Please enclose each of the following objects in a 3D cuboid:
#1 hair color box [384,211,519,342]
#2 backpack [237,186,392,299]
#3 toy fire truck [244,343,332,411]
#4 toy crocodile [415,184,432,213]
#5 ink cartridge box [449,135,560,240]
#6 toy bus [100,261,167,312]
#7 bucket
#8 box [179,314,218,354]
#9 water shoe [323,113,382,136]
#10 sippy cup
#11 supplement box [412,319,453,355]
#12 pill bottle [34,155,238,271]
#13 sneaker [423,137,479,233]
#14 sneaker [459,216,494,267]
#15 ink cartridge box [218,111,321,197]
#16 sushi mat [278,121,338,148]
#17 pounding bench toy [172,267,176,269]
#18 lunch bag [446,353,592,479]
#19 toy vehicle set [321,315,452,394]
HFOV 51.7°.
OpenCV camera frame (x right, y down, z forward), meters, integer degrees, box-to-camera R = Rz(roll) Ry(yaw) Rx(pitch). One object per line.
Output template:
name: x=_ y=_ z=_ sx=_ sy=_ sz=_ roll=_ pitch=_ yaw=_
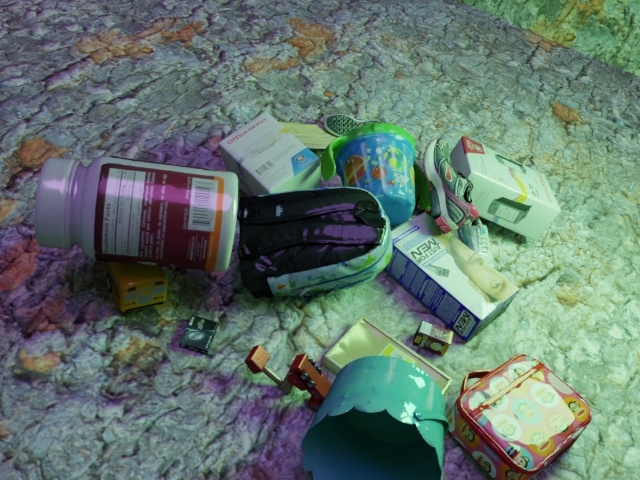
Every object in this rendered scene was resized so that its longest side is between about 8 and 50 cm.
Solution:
hair color box: x=0.329 y=0.089 z=1.751 sx=0.185 sy=0.110 sz=0.339 roll=-29 pitch=62 yaw=-37
backpack: x=0.000 y=0.000 z=1.636 sx=0.355 sy=0.273 sz=0.290 roll=-19 pitch=52 yaw=13
toy fire truck: x=-0.059 y=0.300 z=1.433 sx=0.192 sy=0.135 sz=0.047 roll=53 pitch=41 yaw=-20
toy crocodile: x=0.276 y=-0.157 z=1.984 sx=0.340 sy=0.105 sz=0.115 roll=41 pitch=10 yaw=22
ink cartridge box: x=0.532 y=-0.158 z=1.975 sx=0.306 sy=0.131 sz=0.226 roll=21 pitch=34 yaw=-11
toy bus: x=-0.467 y=0.017 z=1.566 sx=0.108 sy=0.130 sz=0.333 roll=-13 pitch=52 yaw=-27
bucket: x=0.116 y=0.375 z=1.291 sx=0.281 sy=0.281 sz=0.183 roll=22 pitch=34 yaw=6
box: x=-0.277 y=0.214 z=1.509 sx=0.067 sy=0.018 sz=0.083 roll=18 pitch=45 yaw=0
water shoe: x=0.104 y=-0.364 z=2.158 sx=0.203 sy=0.080 sz=0.073 roll=7 pitch=89 yaw=-13
sippy cup: x=0.159 y=-0.159 z=1.799 sx=0.305 sy=0.240 sz=0.224 roll=-7 pitch=56 yaw=1
supplement box: x=0.276 y=0.240 z=1.622 sx=0.083 sy=0.055 sz=0.043 roll=20 pitch=45 yaw=5
pill bottle: x=-0.384 y=-0.059 z=1.413 sx=0.391 sy=0.224 sz=0.224 roll=6 pitch=45 yaw=-12
sneaker: x=0.359 y=-0.156 z=1.812 sx=0.112 sy=0.121 sz=0.299 roll=-21 pitch=55 yaw=24
sneaker: x=0.453 y=0.001 z=1.891 sx=0.071 sy=0.083 sz=0.191 roll=0 pitch=48 yaw=-19
ink cartridge box: x=-0.136 y=-0.198 z=1.820 sx=0.171 sy=0.168 sz=0.233 roll=-36 pitch=63 yaw=-17
sushi mat: x=-0.035 y=-0.320 z=2.014 sx=0.151 sy=0.019 sz=0.316 roll=40 pitch=24 yaw=20
pounding bench toy: x=-0.355 y=0.018 z=1.631 sx=0.065 sy=0.083 sz=0.052 roll=40 pitch=49 yaw=23
lunch bag: x=0.433 y=0.387 z=1.489 sx=0.293 sy=0.120 sz=0.258 roll=-23 pitch=53 yaw=-35
toy vehicle set: x=0.156 y=0.305 z=1.536 sx=0.266 sy=0.035 sz=0.166 roll=35 pitch=47 yaw=17
